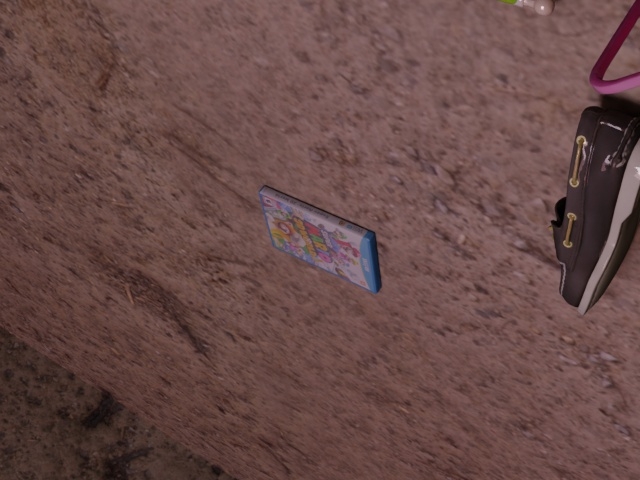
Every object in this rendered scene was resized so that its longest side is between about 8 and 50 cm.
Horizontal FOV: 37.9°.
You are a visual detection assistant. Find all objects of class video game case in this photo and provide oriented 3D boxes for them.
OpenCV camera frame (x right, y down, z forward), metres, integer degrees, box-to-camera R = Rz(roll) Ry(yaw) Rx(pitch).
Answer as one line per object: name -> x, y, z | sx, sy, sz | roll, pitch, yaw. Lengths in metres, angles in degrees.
video game case -> 0.000, 0.000, 1.194 | 0.166, 0.015, 0.119 | 24, 149, 24

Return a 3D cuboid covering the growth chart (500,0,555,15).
growth chart -> 0.083, -0.276, 0.666 | 0.172, 0.021, 0.237 | 20, 147, 32

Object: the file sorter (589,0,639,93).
file sorter -> 0.240, -0.152, 0.494 | 0.291, 0.182, 0.202 | 47, 151, -18

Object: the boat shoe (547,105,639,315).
boat shoe -> 0.239, -0.023, 0.812 | 0.068, 0.081, 0.228 | 29, 145, 22
